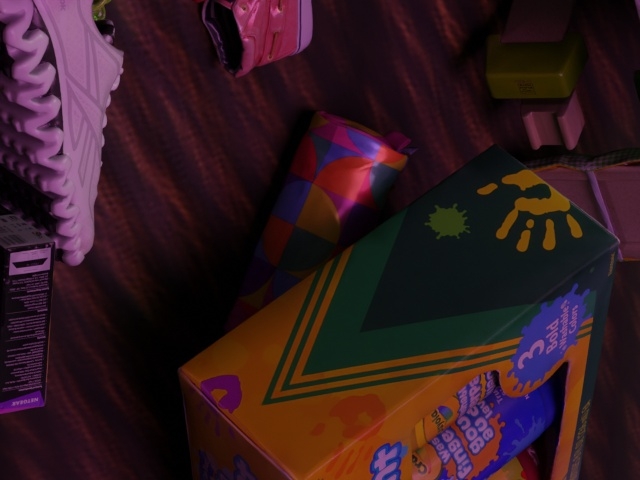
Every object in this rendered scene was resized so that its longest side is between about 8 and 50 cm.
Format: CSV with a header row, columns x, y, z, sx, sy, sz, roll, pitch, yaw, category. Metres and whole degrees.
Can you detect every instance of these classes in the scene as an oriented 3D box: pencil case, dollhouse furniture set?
x,y,z,sx,sy,sz,roll,pitch,yaw,category
0.000,0.000,1.741,0.104,0.104,0.236,22,95,-45,pencil case
0.293,-0.119,1.908,0.301,0.197,0.151,64,35,-47,dollhouse furniture set

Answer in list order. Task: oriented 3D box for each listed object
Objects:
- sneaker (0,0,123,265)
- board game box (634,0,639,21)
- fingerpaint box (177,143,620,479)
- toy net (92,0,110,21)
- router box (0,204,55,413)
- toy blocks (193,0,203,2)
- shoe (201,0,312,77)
x,y,z,sx,sy,sz,roll,pitch,yaw,category
-0.200,-0.103,1.490,0.118,0.110,0.292,-34,141,-30,sneaker
0.370,-0.324,1.782,0.390,0.050,0.390,-39,117,-51,board game box
0.073,0.191,1.754,0.371,0.163,0.445,-34,148,-25,fingerpaint box
-0.202,-0.282,1.471,0.122,0.045,0.232,-45,131,-14,toy net
-0.266,0.034,1.462,0.046,0.179,0.133,-8,115,-36,router box
-0.123,-0.293,1.372,0.381,0.190,0.261,28,72,-52,toy blocks
-0.054,-0.224,1.610,0.081,0.063,0.178,-30,131,-34,shoe
